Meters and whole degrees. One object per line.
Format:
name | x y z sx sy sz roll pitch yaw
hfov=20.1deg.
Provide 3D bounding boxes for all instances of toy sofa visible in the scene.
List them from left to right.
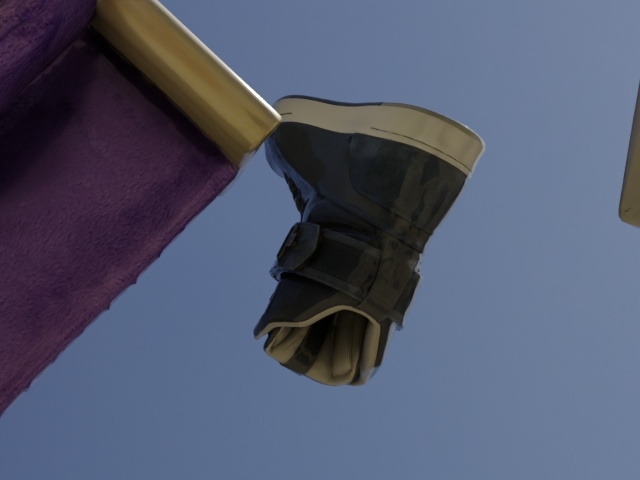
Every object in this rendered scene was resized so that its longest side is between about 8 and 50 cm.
toy sofa | -0.193 0.016 0.914 0.362 0.150 0.177 -46 -1 -19

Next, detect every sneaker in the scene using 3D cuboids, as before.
sneaker | -0.001 -0.001 1.100 0.086 0.226 0.163 25 -96 -22

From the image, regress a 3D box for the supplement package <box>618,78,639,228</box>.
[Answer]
supplement package | 0.257 -0.082 0.605 0.293 0.175 0.178 -9 -69 -50
